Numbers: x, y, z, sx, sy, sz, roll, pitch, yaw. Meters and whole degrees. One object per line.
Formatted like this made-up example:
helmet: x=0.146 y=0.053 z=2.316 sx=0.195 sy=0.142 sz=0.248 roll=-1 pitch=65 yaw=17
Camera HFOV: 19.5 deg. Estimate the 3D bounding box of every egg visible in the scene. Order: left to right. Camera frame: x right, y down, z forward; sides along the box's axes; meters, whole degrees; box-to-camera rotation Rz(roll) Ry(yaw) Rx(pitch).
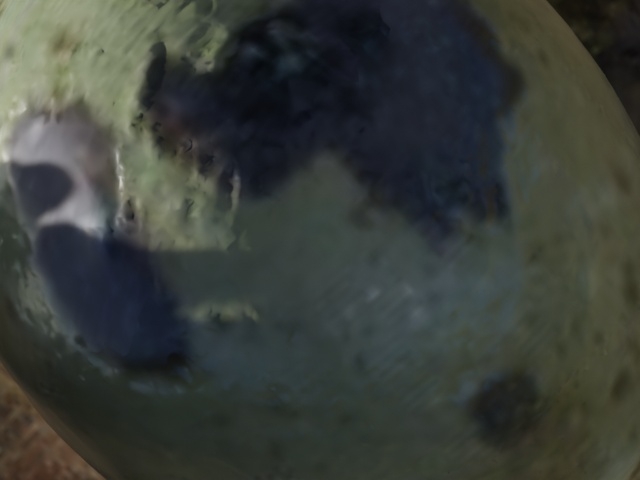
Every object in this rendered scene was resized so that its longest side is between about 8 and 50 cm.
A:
egg: x=0.000 y=0.000 z=0.987 sx=0.345 sy=0.345 sz=0.428 roll=-41 pitch=81 yaw=-2
